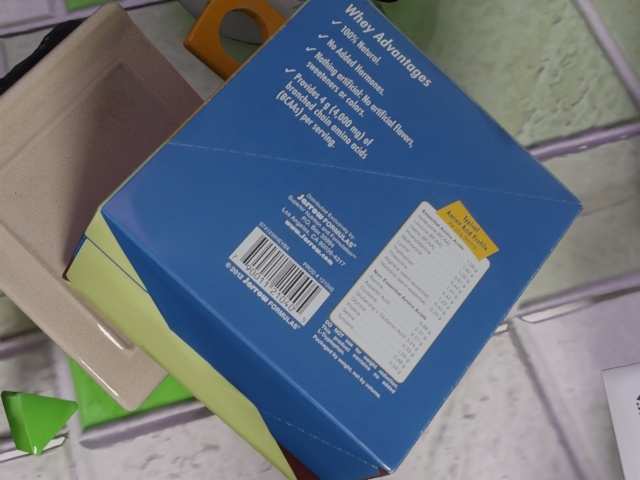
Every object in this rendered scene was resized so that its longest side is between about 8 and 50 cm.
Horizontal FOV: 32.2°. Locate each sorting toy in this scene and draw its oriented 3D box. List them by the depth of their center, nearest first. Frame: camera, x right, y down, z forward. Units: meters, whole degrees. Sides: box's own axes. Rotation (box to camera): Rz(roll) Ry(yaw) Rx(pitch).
[{"bbox_3d":[-0.128,-0.022,0.698,0.196,0.047,0.347,50,62,-19],"label":"sorting toy"}]

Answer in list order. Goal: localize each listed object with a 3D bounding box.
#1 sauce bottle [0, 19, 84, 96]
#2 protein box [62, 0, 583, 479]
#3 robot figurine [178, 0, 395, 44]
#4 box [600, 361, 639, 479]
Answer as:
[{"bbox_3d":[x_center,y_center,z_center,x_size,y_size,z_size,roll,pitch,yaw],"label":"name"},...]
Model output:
[{"bbox_3d":[-0.259,-0.013,0.701,0.111,0.111,0.344,32,62,18],"label":"sauce bottle"},{"bbox_3d":[0.000,0.000,0.640,0.200,0.136,0.201,42,64,-4],"label":"protein box"},{"bbox_3d":[-0.001,-0.264,0.830,0.278,0.209,0.173,-43,111,-24],"label":"robot figurine"},{"bbox_3d":[0.264,0.125,0.614,0.186,0.038,0.145,-13,69,14],"label":"box"}]
